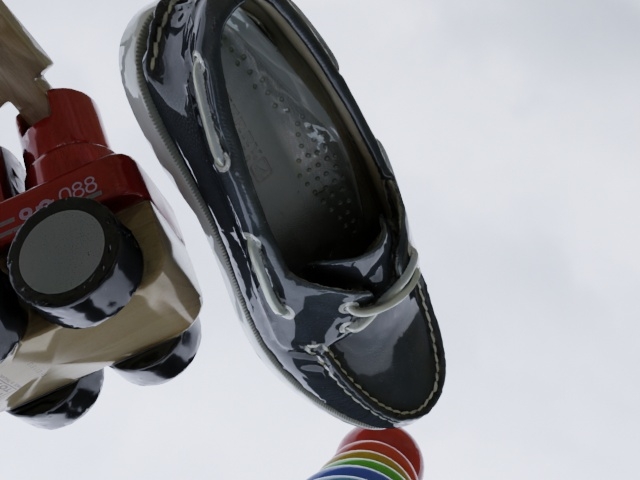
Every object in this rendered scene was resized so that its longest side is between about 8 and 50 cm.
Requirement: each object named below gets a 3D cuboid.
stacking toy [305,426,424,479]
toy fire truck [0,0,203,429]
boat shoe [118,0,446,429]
[{"bbox_3d":[0.029,0.230,0.719,0.141,0.141,0.330,32,-170,6],"label":"stacking toy"},{"bbox_3d":[-0.205,-0.026,0.466,0.217,0.158,0.246,-24,-120,1],"label":"toy fire truck"},{"bbox_3d":[0.000,0.000,0.472,0.114,0.091,0.302,-48,-61,-23],"label":"boat shoe"}]
